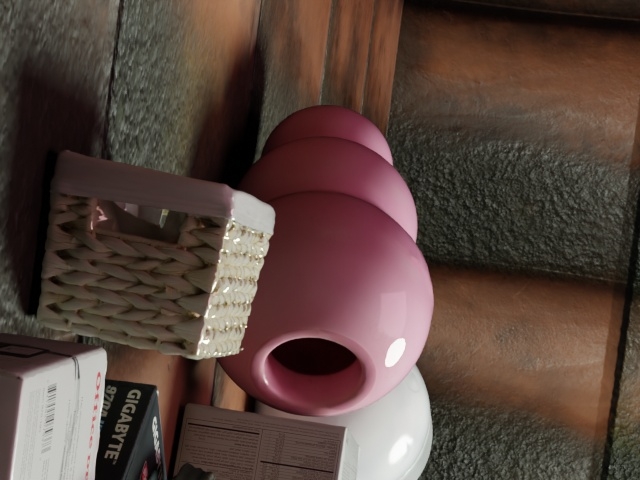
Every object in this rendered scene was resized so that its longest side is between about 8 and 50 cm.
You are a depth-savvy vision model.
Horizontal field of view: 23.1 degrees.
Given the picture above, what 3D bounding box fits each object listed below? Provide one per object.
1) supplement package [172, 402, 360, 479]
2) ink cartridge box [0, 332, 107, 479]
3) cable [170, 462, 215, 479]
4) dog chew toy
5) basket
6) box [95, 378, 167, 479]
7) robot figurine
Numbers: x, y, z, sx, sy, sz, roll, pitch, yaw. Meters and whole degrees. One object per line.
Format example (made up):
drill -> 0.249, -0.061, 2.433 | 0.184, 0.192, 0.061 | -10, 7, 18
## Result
supplement package -> -0.054, 0.267, 1.420 | 0.194, 0.149, 0.203 | 68, 31, -76
ink cartridge box -> -0.158, 0.107, 0.771 | 0.150, 0.063, 0.109 | -5, 102, -83
cable -> -0.095, 0.215, 0.943 | 0.287, 0.072, 0.139 | 7, 93, -81
dog chew toy -> 0.000, 0.000, 1.449 | 0.332, 0.206, 0.207 | -87, 179, -47
basket -> -0.100, 0.013, 0.960 | 0.167, 0.113, 0.103 | 33, 68, -82
box -> -0.146, 0.229, 1.042 | 0.175, 0.051, 0.220 | -74, 168, -47
robot figurine -> 0.031, 0.214, 1.841 | 0.353, 0.199, 0.300 | 72, 12, -74
